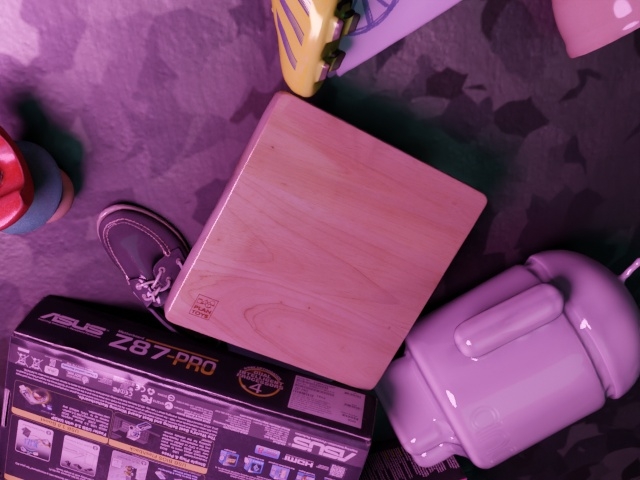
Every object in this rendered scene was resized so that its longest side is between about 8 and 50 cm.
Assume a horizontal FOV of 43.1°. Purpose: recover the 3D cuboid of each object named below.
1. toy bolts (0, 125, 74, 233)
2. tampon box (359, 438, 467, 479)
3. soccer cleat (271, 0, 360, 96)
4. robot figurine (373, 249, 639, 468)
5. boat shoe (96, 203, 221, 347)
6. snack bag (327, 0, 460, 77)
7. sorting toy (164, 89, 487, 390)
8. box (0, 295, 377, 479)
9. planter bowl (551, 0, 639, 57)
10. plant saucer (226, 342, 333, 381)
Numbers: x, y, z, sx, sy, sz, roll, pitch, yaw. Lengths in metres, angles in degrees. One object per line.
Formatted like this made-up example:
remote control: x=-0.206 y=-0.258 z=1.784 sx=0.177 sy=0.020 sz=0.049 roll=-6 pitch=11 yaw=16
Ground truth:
toy bolts: x=-0.355 y=-0.049 z=0.769 sx=0.228 sy=0.158 sz=0.218 roll=-18 pitch=84 yaw=6
tampon box: x=0.112 y=0.359 z=1.147 sx=0.161 sy=0.101 sz=0.120 roll=-10 pitch=123 yaw=-12
soccer cleat: x=-0.020 y=-0.268 z=0.705 sx=0.121 sy=0.093 sz=0.289 roll=12 pitch=125 yaw=10
robot figurine: x=0.243 y=0.143 z=0.997 sx=0.353 sy=0.200 sz=0.300 roll=-30 pitch=152 yaw=2
boat shoe: x=-0.169 y=0.045 z=0.892 sx=0.075 sy=0.065 sz=0.206 roll=-32 pitch=124 yaw=4
snack bag: x=0.068 y=-0.364 z=0.734 sx=0.323 sy=0.037 sz=0.342 roll=-32 pitch=124 yaw=3
sorting toy: x=0.000 y=0.000 z=0.865 sx=0.257 sy=0.089 sz=0.255 roll=24 pitch=104 yaw=-24
box: x=-0.166 y=0.266 z=0.929 sx=0.394 sy=0.097 sz=0.318 roll=16 pitch=115 yaw=0
planter bowl: x=0.296 y=-0.271 z=0.803 sx=0.162 sy=0.162 sz=0.109 roll=-31 pitch=97 yaw=3
plant saucer: x=-0.022 y=0.096 z=0.985 sx=0.194 sy=0.037 sz=0.195 roll=-8 pitch=121 yaw=-13
